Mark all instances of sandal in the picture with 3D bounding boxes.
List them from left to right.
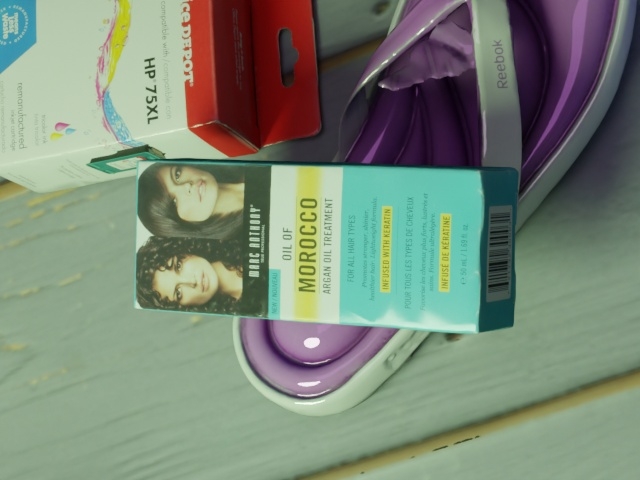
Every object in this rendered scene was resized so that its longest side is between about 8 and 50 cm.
[{"bbox_3d":[0.075,-0.070,1.186,0.169,0.102,0.416,28,90,26],"label":"sandal"}]

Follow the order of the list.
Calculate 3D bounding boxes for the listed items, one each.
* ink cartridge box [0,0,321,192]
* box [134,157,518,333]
[{"bbox_3d":[-0.122,-0.123,1.296,0.231,0.078,0.134,-10,73,19],"label":"ink cartridge box"},{"bbox_3d":[0.000,0.000,1.140,0.244,0.060,0.100,2,93,28],"label":"box"}]
